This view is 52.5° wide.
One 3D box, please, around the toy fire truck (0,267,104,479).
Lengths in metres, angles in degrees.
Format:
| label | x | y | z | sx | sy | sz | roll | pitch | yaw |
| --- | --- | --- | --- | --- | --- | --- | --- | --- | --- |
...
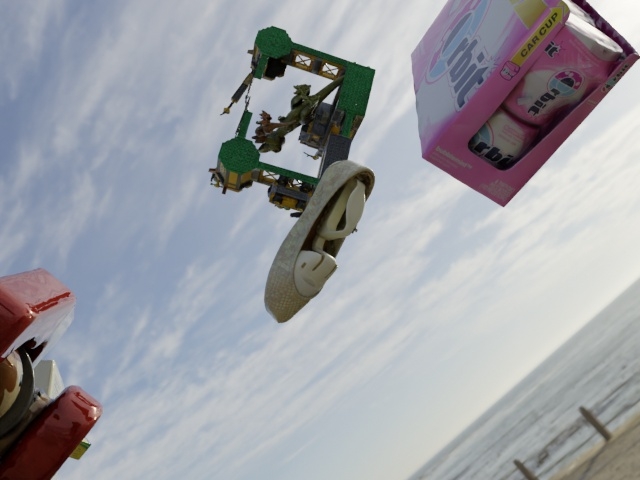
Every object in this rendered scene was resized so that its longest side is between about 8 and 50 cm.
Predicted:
| label | x | y | z | sx | sy | sz | roll | pitch | yaw |
| --- | --- | --- | --- | --- | --- | --- | --- | --- | --- |
| toy fire truck | -0.266 | 0.138 | 0.406 | 0.302 | 0.169 | 0.254 | -53 | 7 | -28 |

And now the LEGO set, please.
| label | x | y | z | sx | sy | sz | roll | pitch | yaw |
| --- | --- | --- | --- | --- | --- | --- | --- | --- | --- |
| LEGO set | -0.047 | -0.167 | 1.086 | 0.255 | 0.331 | 0.192 | 9 | -23 | -9 |

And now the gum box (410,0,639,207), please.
| label | x | y | z | sx | sy | sz | roll | pitch | yaw |
| --- | --- | --- | --- | --- | --- | --- | --- | --- | --- |
| gum box | 0.115 | -0.115 | 0.411 | 0.107 | 0.062 | 0.188 | -53 | 16 | 32 |

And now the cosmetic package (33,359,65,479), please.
| label | x | y | z | sx | sy | sz | roll | pitch | yaw |
| --- | --- | --- | --- | --- | --- | --- | --- | --- | --- |
| cosmetic package | -0.455 | 0.348 | 0.951 | 0.113 | 0.309 | 0.160 | 1 | -36 | -12 |

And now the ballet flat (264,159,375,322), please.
| label | x | y | z | sx | sy | sz | roll | pitch | yaw |
| --- | --- | --- | --- | --- | --- | --- | --- | --- | --- |
| ballet flat | 0.000 | 0.000 | 0.594 | 0.057 | 0.052 | 0.168 | 31 | -101 | -39 |

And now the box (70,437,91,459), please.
| label | x | y | z | sx | sy | sz | roll | pitch | yaw |
| --- | --- | --- | --- | --- | --- | --- | --- | --- | --- |
| box | -0.516 | 0.341 | 1.198 | 0.043 | 0.105 | 0.179 | -52 | -35 | -9 |
